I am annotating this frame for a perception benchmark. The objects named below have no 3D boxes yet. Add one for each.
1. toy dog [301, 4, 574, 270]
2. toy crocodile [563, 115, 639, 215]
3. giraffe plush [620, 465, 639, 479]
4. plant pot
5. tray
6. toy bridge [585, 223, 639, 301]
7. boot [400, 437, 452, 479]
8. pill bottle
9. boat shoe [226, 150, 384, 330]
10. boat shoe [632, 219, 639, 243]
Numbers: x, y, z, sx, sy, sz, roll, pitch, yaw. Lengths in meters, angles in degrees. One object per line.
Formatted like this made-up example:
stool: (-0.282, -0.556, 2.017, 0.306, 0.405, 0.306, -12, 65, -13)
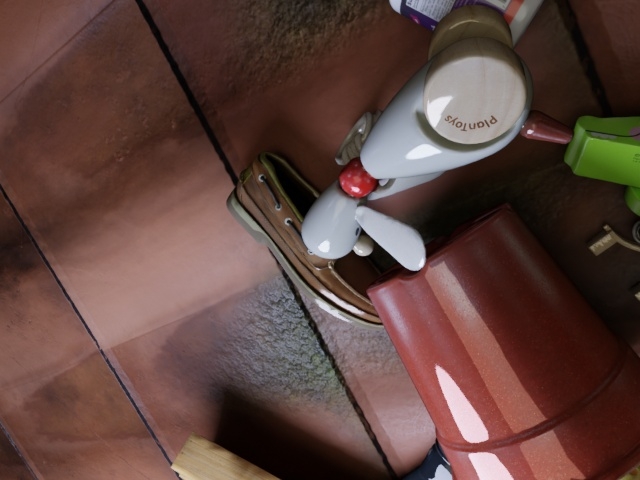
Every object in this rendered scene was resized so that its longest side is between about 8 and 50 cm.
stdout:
toy dog: (0.121, -0.080, 0.536, 0.161, 0.220, 0.333, 32, 153, -9)
toy crocodile: (0.437, -0.080, 0.510, 0.340, 0.105, 0.115, 13, 150, 23)
giraffe plush: (0.383, 0.291, 0.651, 0.170, 0.210, 0.181, 51, 128, 31)
plant pot: (0.206, 0.117, 0.602, 0.272, 0.272, 0.265, -34, 86, 29)
tray: (-0.055, 0.488, 0.889, 0.410, 0.076, 0.203, 24, 149, 13)
toy bridge: (0.412, 0.049, 0.610, 0.188, 0.026, 0.063, 46, 117, 0)
boot: (0.238, 0.438, 0.790, 0.246, 0.094, 0.207, 35, 116, 14)
pill bottle: (0.143, -0.284, 0.545, 0.193, 0.108, 0.108, 33, 118, 8)
boat shoe: (0.000, 0.000, 0.711, 0.307, 0.111, 0.104, 40, 120, 4)
boat shoe: (0.427, -0.014, 0.564, 0.125, 0.038, 0.046, -2, 94, 13)
